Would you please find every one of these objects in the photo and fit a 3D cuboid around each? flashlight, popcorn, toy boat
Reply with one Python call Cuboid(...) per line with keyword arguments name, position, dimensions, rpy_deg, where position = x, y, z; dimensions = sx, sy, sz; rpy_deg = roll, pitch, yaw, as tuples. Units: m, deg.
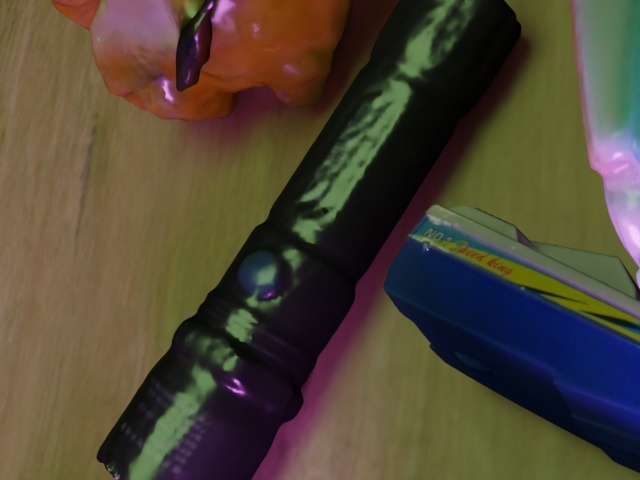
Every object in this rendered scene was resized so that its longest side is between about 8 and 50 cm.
Cuboid(name="flashlight", position=(0.000, 0.000, 1.003), dimensions=(0.103, 0.103, 0.424), rpy_deg=(29, 85, 48))
Cuboid(name="popcorn", position=(-0.085, -0.247, 1.137), dimensions=(0.297, 0.281, 0.315), rpy_deg=(1, 105, 38))
Cuboid(name="toy boat", position=(0.170, 0.069, 0.778), dimensions=(0.088, 0.129, 0.295), rpy_deg=(-51, 42, -11))

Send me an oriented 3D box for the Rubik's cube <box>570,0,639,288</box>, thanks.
Cuboid(name="Rubik's cube", position=(0.313, -0.084, 0.543), dimensions=(0.352, 0.352, 0.347), rpy_deg=(-20, 43, 27))
